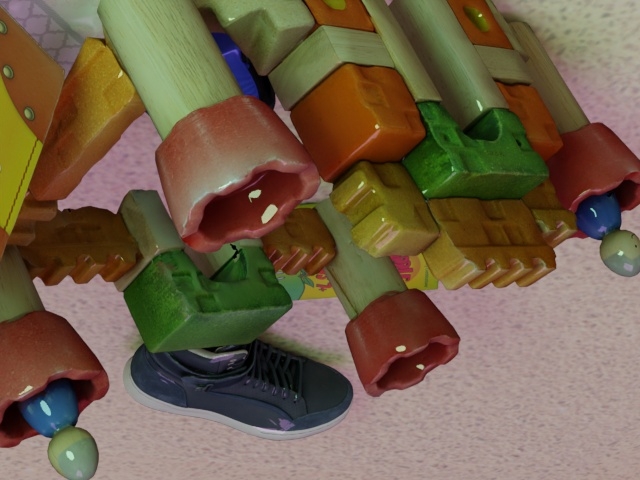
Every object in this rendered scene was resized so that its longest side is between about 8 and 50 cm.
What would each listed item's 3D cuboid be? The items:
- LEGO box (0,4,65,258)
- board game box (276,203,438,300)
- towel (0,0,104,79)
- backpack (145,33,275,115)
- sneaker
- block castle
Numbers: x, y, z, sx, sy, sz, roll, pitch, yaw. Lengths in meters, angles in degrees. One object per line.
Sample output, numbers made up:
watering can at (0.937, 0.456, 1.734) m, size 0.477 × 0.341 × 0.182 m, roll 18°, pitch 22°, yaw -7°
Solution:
LEGO box at (-0.441, -0.129, 0.831) m, size 0.372 × 0.193 × 0.500 m, roll -16°, pitch 134°, yaw 30°
board game box at (0.011, 0.009, 1.440) m, size 0.181 × 0.043 × 0.092 m, roll -4°, pitch 147°, yaw -1°
towel at (-0.162, -0.217, 0.970) m, size 0.317 × 0.053 × 0.332 m, roll -34°, pitch 136°, yaw 13°
backpack at (-0.086, -0.130, 1.166) m, size 0.101 × 0.098 × 0.120 m, roll -13°, pitch 156°, yaw 10°
sneaker at (-0.055, 0.113, 1.555) m, size 0.226 × 0.086 × 0.163 m, roll 9°, pitch 148°, yaw -18°
block castle at (0.000, 0.000, 1.118) m, size 0.453 × 0.213 × 0.303 m, roll -1°, pitch 145°, yaw -49°
